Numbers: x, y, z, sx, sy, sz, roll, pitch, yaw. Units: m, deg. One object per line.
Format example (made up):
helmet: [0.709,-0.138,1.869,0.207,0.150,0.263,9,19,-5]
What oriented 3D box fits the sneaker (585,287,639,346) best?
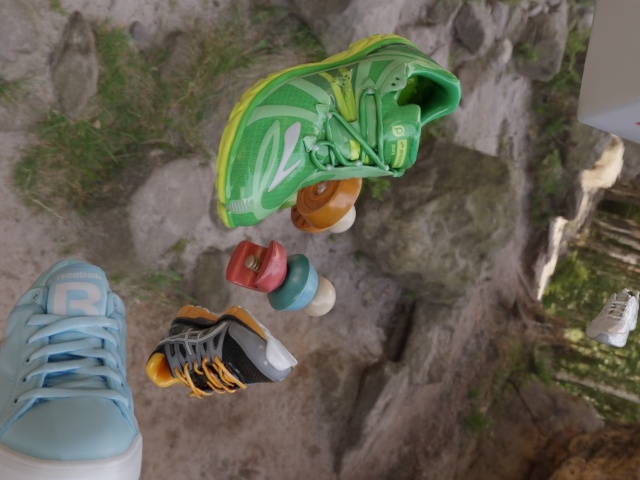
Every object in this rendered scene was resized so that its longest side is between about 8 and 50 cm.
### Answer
sneaker: [0.421,0.107,0.911,0.152,0.054,0.061,-19,121,-53]

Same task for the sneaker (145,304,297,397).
sneaker: [-0.101,0.117,0.622,0.084,0.215,0.083,52,59,-19]

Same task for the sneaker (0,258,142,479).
sneaker: [-0.244,0.102,0.596,0.135,0.366,0.150,2,101,-27]

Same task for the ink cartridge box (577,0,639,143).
ink cartridge box: [0.312,-0.108,0.281,0.307,0.223,0.129,178,-74,-73]

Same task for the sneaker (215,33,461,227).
sneaker: [0.025,-0.106,0.581,0.295,0.123,0.109,-39,144,-31]

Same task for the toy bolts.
toy bolts: [0.000,0.000,0.904,0.158,0.218,0.228,32,76,-35]
